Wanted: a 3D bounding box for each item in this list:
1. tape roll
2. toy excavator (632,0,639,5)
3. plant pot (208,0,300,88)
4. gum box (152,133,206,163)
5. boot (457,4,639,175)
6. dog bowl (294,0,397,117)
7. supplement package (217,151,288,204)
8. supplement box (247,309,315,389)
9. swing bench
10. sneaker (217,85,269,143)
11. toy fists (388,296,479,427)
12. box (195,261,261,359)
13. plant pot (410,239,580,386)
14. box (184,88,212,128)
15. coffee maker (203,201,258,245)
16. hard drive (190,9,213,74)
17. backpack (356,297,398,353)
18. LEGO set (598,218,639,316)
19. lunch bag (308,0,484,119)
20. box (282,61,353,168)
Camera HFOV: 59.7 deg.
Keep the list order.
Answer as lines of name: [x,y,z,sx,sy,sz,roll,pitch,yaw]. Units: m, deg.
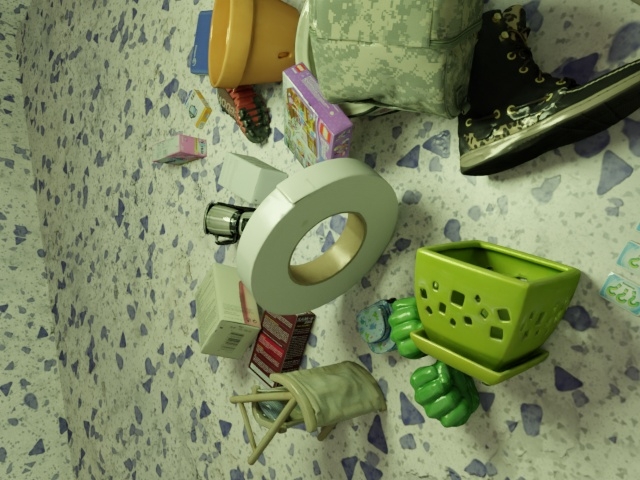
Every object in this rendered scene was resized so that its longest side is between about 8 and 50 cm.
tape roll: [0.000,0.000,1.223,0.072,0.392,0.392,49,120,35]
toy excavator: [0.379,-0.575,0.980,0.222,0.433,0.445,-55,25,27]
plant pot: [-0.180,-0.550,1.522,0.291,0.203,0.291,-176,90,-68]
gum box: [-0.489,-0.307,1.915,0.188,0.107,0.062,-7,82,44]
boot: [0.396,-0.309,1.039,0.377,0.138,0.284,-26,69,46]
dog bowl: [0.130,-0.475,1.294,0.408,0.150,0.408,-4,85,43]
supplement package: [-0.199,-0.180,1.626,0.179,0.105,0.105,32,108,41]
supplement box: [-0.110,0.282,1.533,0.130,0.073,0.239,30,109,42]
swing bench: [-0.029,0.387,1.321,0.255,0.253,0.165,-40,61,35]
sneaker: [-0.239,-0.407,1.689,0.276,0.098,0.135,65,152,7]
toy fists: [0.232,0.245,1.152,0.096,0.142,0.279,-36,64,38]
box: [-0.271,0.202,1.610,0.148,0.127,0.232,-55,33,29]
plant pot: [0.311,0.130,1.033,0.227,0.228,0.207,21,108,42]
box: [-0.425,-0.458,1.920,0.081,0.028,0.136,-53,52,28]
coffee maker: [-0.222,-0.058,1.626,0.178,0.171,0.120,11,118,24]
hard drive: [-0.308,-0.641,1.806,0.319,0.040,0.210,18,100,43]
backpack: [0.141,0.201,1.285,0.105,0.084,0.114,-33,68,41]
LEGO set: [0.586,0.076,0.880,0.244,0.060,0.182,38,117,39]
lunch bag: [0.135,-0.365,1.037,0.305,0.212,0.256,16,126,26]
box: [-0.013,-0.253,1.337,0.201,0.057,0.293,54,165,17]
